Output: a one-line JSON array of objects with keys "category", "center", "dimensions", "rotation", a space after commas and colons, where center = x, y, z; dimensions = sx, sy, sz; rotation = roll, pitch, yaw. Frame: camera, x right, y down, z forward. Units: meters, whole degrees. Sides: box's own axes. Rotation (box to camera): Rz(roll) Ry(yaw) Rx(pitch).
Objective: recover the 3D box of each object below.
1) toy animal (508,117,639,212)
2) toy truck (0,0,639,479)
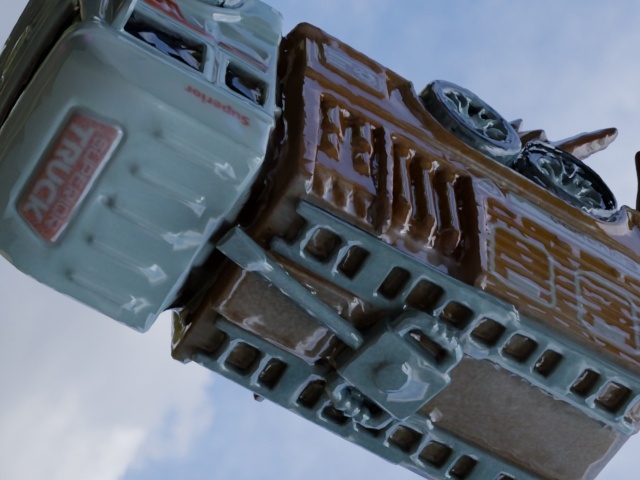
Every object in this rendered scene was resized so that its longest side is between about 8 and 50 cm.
[{"category": "toy animal", "center": [0.155, 0.024, 1.124], "dimensions": [0.122, 0.185, 0.298], "rotation": [-3, -155, 33]}, {"category": "toy truck", "center": [0.000, 0.000, 0.741], "dimensions": [0.136, 0.305, 0.162], "rotation": [-55, -163, 24]}]
